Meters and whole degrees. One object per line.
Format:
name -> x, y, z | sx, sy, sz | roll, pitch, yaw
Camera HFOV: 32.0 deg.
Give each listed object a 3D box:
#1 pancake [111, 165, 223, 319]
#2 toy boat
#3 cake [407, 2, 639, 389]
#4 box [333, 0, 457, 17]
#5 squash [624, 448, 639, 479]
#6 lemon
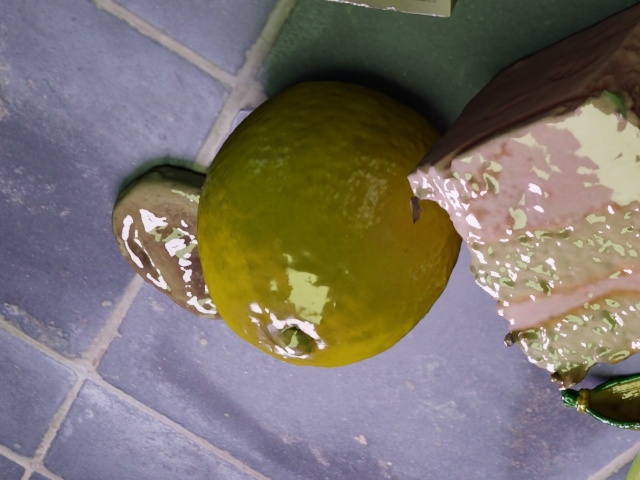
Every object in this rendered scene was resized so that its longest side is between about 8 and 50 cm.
pancake -> -0.190, 0.009, 1.730 | 0.294, 0.049, 0.294 | 12, 132, 13
toy boat -> 0.460, 0.226, 1.597 | 0.229, 0.089, 0.088 | -18, 134, 39
cake -> 0.323, -0.064, 1.258 | 0.293, 0.314, 0.307 | -28, 105, 37
box -> 0.059, -0.358, 1.258 | 0.212, 0.095, 0.168 | 11, 130, 15
squash -> 0.515, 0.335, 1.676 | 0.095, 0.095, 0.188 | 15, 130, 12
lemon -> 0.000, 0.000, 1.428 | 0.364, 0.364, 0.364 | 13, 133, 14
